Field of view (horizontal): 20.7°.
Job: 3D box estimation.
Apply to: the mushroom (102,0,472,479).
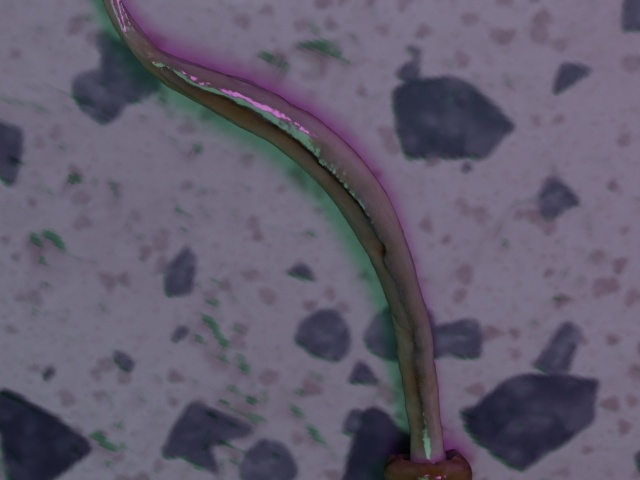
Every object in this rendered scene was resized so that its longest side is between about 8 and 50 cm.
[{"bbox_3d":[0.001,0.001,0.806,0.068,0.043,0.306,-32,110,-11],"label":"mushroom"}]
